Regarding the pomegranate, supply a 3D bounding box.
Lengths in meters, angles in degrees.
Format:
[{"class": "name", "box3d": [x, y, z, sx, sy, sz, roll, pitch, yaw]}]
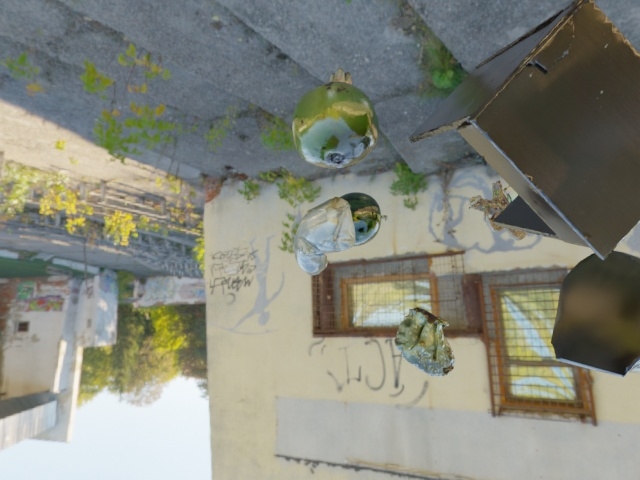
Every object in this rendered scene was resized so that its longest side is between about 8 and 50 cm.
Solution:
[{"class": "pomegranate", "box3d": [0.029, -0.250, 0.806, 0.180, 0.209, 0.180, 3, 164, 1]}]

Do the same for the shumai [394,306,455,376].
[{"class": "shumai", "box3d": [0.300, 0.265, 1.085, 0.184, 0.142, 0.184, 30, -167, -8]}]

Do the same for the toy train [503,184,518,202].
[{"class": "toy train", "box3d": [0.699, -0.122, 1.389, 0.072, 0.188, 0.099, -21, 176, 36]}]

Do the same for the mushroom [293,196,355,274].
[{"class": "mushroom", "box3d": [-0.002, -0.001, 0.762, 0.096, 0.099, 0.278, 8, 158, -13]}]

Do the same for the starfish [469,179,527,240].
[{"class": "starfish", "box3d": [0.428, -0.067, 0.941, 0.210, 0.150, 0.053, -14, 180, -36]}]

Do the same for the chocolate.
[{"class": "chocolate", "box3d": [0.839, 0.211, 1.037, 0.297, 0.326, 0.314, 19, 170, -1]}]

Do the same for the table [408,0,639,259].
[{"class": "table", "box3d": [0.312, -0.147, 0.602, 0.250, 0.196, 0.282, 41, -176, -9]}]

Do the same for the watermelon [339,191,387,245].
[{"class": "watermelon", "box3d": [0.130, -0.073, 1.380, 0.215, 0.188, 0.188, -1, 169, 1]}]
